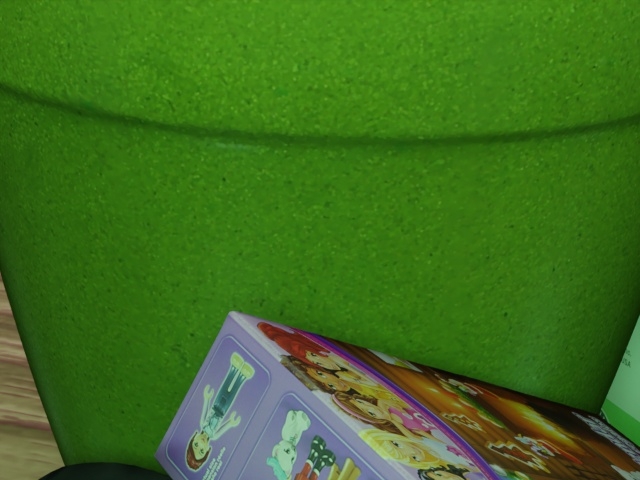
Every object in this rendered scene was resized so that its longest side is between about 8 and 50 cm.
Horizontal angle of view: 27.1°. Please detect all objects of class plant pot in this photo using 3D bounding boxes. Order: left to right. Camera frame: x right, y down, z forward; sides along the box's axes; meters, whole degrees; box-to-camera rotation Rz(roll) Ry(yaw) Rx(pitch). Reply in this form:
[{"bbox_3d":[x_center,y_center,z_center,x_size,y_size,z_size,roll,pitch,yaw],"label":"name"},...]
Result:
[{"bbox_3d":[0.000,0.000,0.634,0.367,0.353,0.366,3,22,-1],"label":"plant pot"}]

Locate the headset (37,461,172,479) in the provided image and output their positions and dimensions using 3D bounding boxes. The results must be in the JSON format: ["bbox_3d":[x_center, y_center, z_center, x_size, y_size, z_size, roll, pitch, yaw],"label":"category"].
[{"bbox_3d":[-0.132,0.190,0.497,0.243,0.185,0.394,-19,45,-36],"label":"headset"}]

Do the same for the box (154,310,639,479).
[{"bbox_3d":[0.109,0.129,0.361,0.201,0.057,0.293,19,13,-43],"label":"box"}]

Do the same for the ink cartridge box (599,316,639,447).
[{"bbox_3d":[0.190,-0.008,0.780,0.115,0.272,0.198,-7,24,-22],"label":"ink cartridge box"}]
